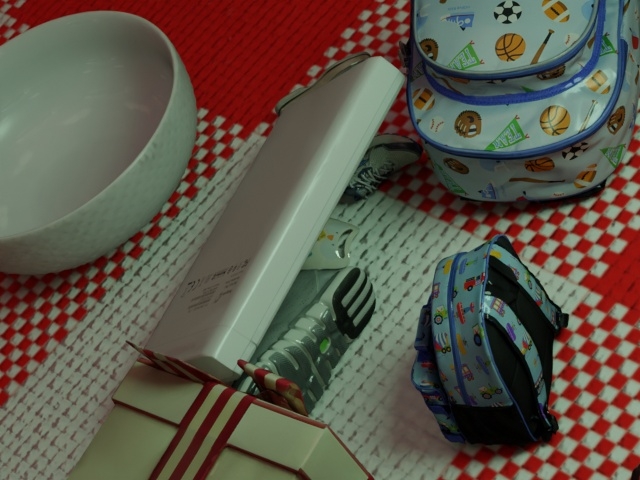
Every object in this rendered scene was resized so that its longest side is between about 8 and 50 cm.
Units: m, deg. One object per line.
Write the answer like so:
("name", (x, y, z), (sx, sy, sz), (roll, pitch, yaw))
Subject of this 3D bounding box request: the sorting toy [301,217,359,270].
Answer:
("sorting toy", (0.000, 0.000, 1.800), (0.075, 0.045, 0.083), (10, 57, 12))

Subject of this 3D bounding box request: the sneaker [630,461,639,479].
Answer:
("sneaker", (0.294, 0.220, 1.341), (0.299, 0.112, 0.121), (-13, 60, -33))

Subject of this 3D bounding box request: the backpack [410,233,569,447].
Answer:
("backpack", (0.144, 0.085, 1.549), (0.117, 0.173, 0.158), (-6, 52, 24))

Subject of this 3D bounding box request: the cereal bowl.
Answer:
("cereal bowl", (-0.284, -0.093, 1.953), (0.339, 0.141, 0.339), (-15, 47, 17))

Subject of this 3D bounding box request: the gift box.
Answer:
("gift box", (-0.095, 0.249, 1.486), (0.276, 0.255, 0.258), (19, 66, 34))

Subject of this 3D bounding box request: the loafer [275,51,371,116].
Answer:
("loafer", (0.009, -0.164, 1.930), (0.125, 0.045, 0.039), (-31, 62, 10))

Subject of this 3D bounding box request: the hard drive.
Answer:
("hard drive", (-0.057, -0.008, 1.718), (0.353, 0.047, 0.233), (-61, 17, -22))

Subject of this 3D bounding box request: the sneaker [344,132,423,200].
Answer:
("sneaker", (0.049, -0.070, 1.827), (0.135, 0.052, 0.058), (-16, 57, 26))

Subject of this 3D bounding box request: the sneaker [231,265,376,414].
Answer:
("sneaker", (-0.053, 0.109, 1.704), (0.132, 0.086, 0.229), (9, 44, 40))

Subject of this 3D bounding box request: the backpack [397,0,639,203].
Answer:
("backpack", (0.203, -0.174, 1.722), (0.276, 0.213, 0.263), (-8, 64, 20))
